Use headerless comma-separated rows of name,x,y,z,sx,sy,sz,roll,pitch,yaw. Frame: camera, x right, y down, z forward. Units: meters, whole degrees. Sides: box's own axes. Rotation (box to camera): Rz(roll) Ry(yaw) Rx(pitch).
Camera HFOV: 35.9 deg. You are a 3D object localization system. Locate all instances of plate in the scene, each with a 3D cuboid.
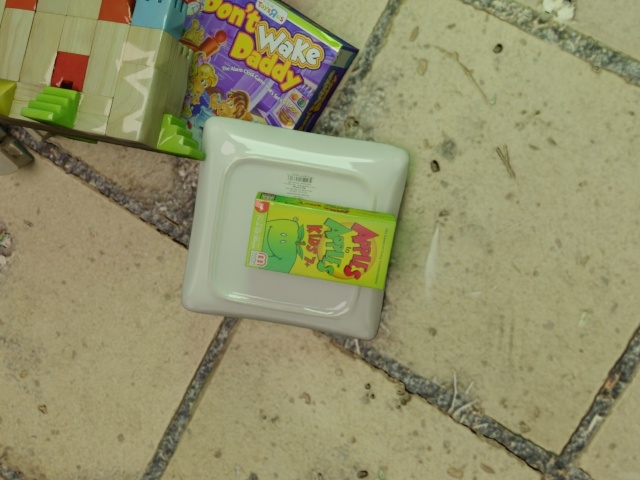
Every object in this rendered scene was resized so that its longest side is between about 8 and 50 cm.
plate,-0.039,-0.008,1.320,0.277,0.045,0.278,10,105,1

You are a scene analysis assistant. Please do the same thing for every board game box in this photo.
board game box,0.000,0.000,1.274,0.181,0.043,0.092,10,105,0
board game box,-0.154,-0.257,1.376,0.347,0.078,0.233,35,105,13

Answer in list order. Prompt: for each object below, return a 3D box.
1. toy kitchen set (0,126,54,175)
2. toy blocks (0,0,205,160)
toy kitchen set,-0.488,-0.224,1.495,0.207,0.122,0.166,43,108,-10
toy blocks,-0.315,-0.271,1.312,0.381,0.191,0.261,12,88,18
